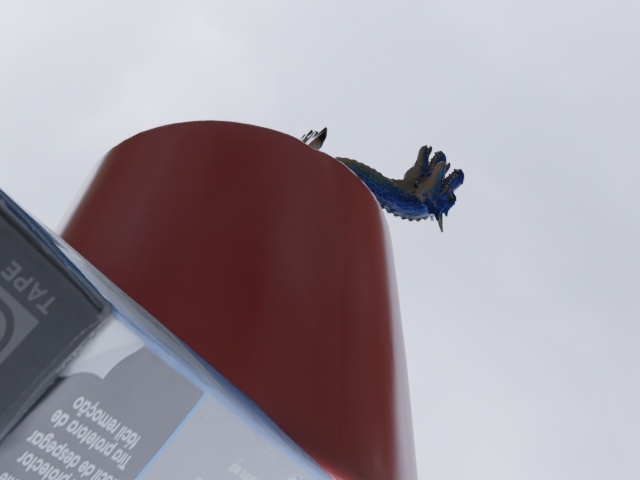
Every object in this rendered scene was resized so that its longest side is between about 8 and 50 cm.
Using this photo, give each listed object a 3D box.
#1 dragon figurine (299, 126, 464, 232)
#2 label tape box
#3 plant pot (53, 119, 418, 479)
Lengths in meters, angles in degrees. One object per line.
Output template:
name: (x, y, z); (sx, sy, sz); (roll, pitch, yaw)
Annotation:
dragon figurine: (0.000, 0.000, 1.703); (0.289, 0.144, 0.085); (-47, -170, -12)
label tape box: (-0.174, 0.159, 0.695); (0.115, 0.249, 0.348); (38, -95, 25)
plant pot: (-0.067, 0.083, 1.102); (0.275, 0.275, 0.243); (4, -132, 6)
